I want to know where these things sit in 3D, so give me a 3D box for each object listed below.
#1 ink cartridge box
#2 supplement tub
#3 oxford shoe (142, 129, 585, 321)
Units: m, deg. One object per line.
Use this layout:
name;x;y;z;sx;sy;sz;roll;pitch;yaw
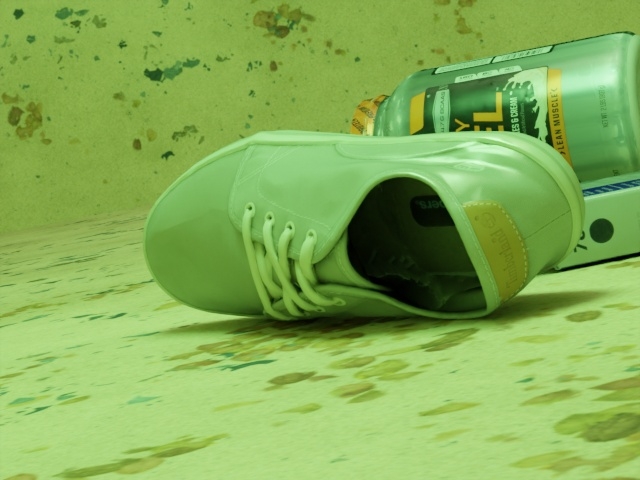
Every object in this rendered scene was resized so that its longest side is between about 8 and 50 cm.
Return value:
ink cartridge box;0.285;-0.028;1.435;0.333;0.065;0.165;-10;5;-2
supplement tub;0.204;-0.104;1.702;0.316;0.193;0.193;-9;5;24
oxford shoe;0.000;0.000;1.298;0.449;0.169;0.130;-5;27;42
